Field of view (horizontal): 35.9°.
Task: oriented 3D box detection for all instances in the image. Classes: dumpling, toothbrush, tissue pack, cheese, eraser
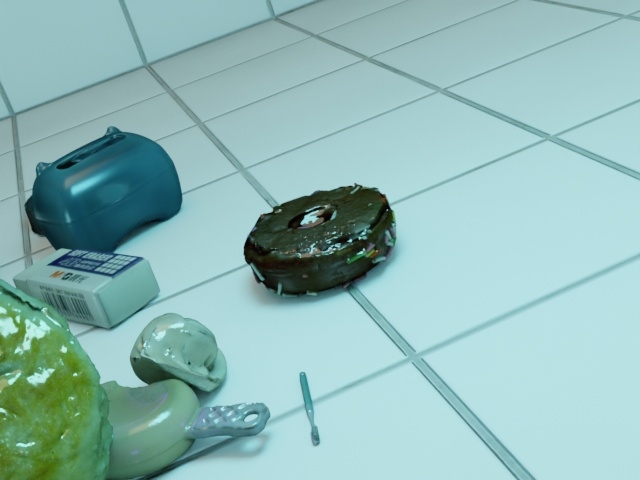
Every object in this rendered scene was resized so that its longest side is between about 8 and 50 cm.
[{"bbox_3d":[-0.195,0.162,1.395,0.136,0.118,0.199,22,10,-7],"label":"dumpling"},{"bbox_3d":[-0.015,0.211,1.275,0.011,0.014,0.167,-3,22,-6],"label":"toothbrush"},{"bbox_3d":[-0.443,-0.104,2.038,0.287,0.206,0.198,-34,29,-30],"label":"tissue pack"},{"bbox_3d":[-0.199,0.238,1.278,0.286,0.082,0.163,-8,27,17],"label":"cheese"},{"bbox_3d":[-0.424,0.080,1.774,0.279,0.081,0.124,5,33,43],"label":"eraser"}]

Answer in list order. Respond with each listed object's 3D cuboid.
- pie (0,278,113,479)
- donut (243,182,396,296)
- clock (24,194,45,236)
[{"bbox_3d":[-0.447,0.234,1.148,0.395,0.418,0.180,-40,-13,-28],"label":"pie"},{"bbox_3d":[0.000,0.000,1.619,0.270,0.103,0.269,-14,23,6],"label":"donut"},{"bbox_3d":[-0.535,-0.108,2.293,0.313,0.061,0.312,-16,23,7],"label":"clock"}]
